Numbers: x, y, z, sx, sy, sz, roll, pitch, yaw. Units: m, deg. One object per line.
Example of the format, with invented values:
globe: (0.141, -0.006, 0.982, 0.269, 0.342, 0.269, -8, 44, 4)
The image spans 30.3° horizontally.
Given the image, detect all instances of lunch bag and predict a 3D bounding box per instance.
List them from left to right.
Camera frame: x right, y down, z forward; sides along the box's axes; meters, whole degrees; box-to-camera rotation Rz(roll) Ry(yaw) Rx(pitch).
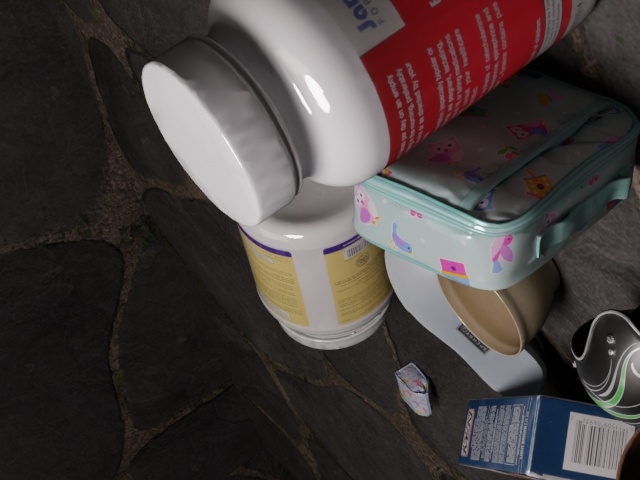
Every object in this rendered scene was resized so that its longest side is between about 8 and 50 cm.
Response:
lunch bag: (0.185, 0.286, 2.246, 0.083, 0.053, 0.071, 49, 162, 46)
lunch bag: (0.185, -0.074, 1.201, 0.224, 0.279, 0.108, 25, 137, 36)

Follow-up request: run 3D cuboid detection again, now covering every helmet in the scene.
helmet: (0.366, 0.129, 1.313, 0.169, 0.169, 0.162, 45, 144, 24)

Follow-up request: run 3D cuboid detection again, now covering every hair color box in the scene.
hair color box: (0.317, 0.276, 1.605, 0.173, 0.105, 0.347, 12, 171, -5)

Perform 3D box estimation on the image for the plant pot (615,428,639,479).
plant pot: (0.480, 0.325, 1.371, 0.215, 0.215, 0.230, 34, 168, 46)

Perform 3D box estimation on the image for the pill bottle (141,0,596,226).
pill bottle: (0.047, -0.197, 1.103, 0.229, 0.407, 0.229, 46, 161, 21)

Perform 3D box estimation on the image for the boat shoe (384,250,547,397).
boat shoe: (0.218, 0.091, 1.707, 0.306, 0.105, 0.113, 43, 119, -1)

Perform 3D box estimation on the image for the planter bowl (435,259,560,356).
planter bowl: (0.246, 0.058, 1.568, 0.162, 0.109, 0.162, 46, 160, 22)

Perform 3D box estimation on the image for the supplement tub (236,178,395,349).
supplement tub: (0.000, 0.000, 1.870, 0.241, 0.241, 0.331, 42, 159, 32)
